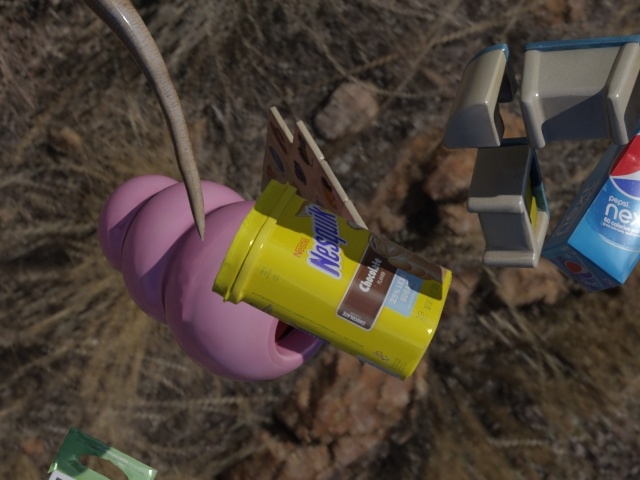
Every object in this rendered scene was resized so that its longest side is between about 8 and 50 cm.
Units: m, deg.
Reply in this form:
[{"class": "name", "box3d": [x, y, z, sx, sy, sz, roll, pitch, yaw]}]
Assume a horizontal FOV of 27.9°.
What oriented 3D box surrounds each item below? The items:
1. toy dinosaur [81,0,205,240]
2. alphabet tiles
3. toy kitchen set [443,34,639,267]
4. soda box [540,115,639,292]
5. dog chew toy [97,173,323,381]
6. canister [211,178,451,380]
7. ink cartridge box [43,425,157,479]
[{"class": "toy dinosaur", "box3d": [-0.098, -0.103, 0.341, 0.064, 0.211, 0.112, -47, 157, -14]}, {"class": "alphabet tiles", "box3d": [0.000, 0.000, 1.613, 0.011, 0.285, 0.342, -25, 161, -16]}, {"class": "toy kitchen set", "box3d": [0.208, -0.075, 0.903, 0.207, 0.122, 0.166, 0, 135, 24]}, {"class": "soda box", "box3d": [0.296, -0.056, 1.203, 0.067, 0.071, 0.210, 36, 76, -5]}, {"class": "dog chew toy", "box3d": [-0.134, 0.025, 1.493, 0.206, 0.331, 0.207, -28, 133, -36]}, {"class": "canister", "box3d": [0.013, 0.031, 1.034, 0.169, 0.126, 0.073, 26, 120, 1]}, {"class": "ink cartridge box", "box3d": [-0.246, 0.300, 1.296, 0.109, 0.062, 0.209, 29, 66, -11]}]
